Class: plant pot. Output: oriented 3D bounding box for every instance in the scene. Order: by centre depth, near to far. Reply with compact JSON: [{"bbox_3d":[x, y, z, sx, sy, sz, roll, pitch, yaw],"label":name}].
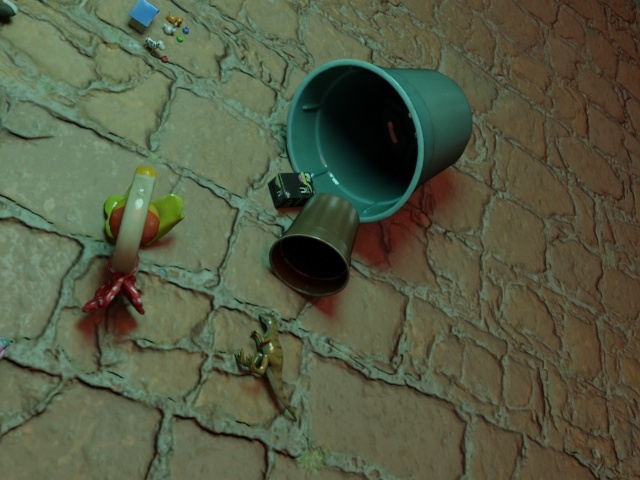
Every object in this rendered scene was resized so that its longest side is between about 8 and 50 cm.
[{"bbox_3d":[0.000,0.000,1.336,0.167,0.167,0.165,39,43,-15],"label":"plant pot"},{"bbox_3d":[0.157,-0.245,1.468,0.334,0.341,0.341,-26,85,-49],"label":"plant pot"}]

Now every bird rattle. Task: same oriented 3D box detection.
[{"bbox_3d":[-0.322,-0.008,1.080,0.143,0.207,0.253,19,47,-7],"label":"bird rattle"}]

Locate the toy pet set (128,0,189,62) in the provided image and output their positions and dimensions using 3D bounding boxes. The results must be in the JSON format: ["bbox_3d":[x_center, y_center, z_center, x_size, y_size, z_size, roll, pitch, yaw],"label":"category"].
[{"bbox_3d":[-0.333,-0.456,1.363,0.114,0.065,0.122,34,52,-19],"label":"toy pet set"}]

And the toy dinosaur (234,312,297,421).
[{"bbox_3d":[-0.092,0.230,1.212,0.112,0.064,0.211,4,67,-36],"label":"toy dinosaur"}]

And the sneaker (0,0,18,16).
[{"bbox_3d":[-0.621,-0.409,1.150,0.158,0.061,0.064,5,93,-33],"label":"sneaker"}]

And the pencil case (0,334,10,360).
[{"bbox_3d":[-0.540,0.065,0.877,0.124,0.124,0.284,-39,114,-41],"label":"pencil case"}]

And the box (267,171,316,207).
[{"bbox_3d":[-0.060,-0.109,1.403,0.083,0.052,0.062,-6,71,-37],"label":"box"}]
